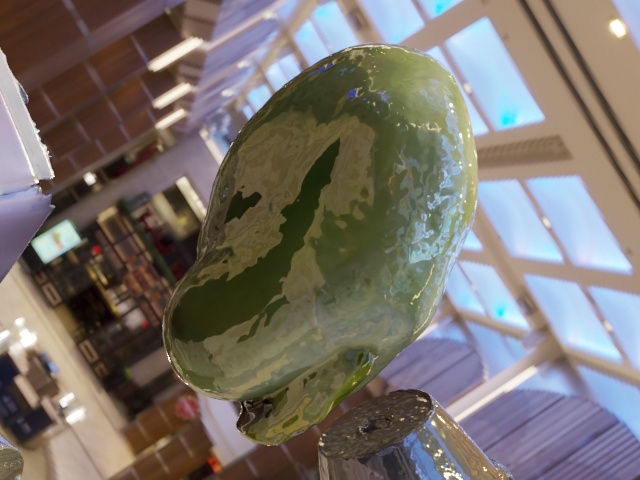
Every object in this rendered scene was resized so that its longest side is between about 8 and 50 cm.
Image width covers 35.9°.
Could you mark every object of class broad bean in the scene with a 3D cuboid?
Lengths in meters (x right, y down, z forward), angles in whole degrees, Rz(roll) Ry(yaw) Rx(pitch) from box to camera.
[{"bbox_3d":[0.000,0.000,0.535,0.169,0.228,0.100,11,-3,42],"label":"broad bean"}]

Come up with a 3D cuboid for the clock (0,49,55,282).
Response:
[{"bbox_3d":[-0.224,-0.038,0.527,0.193,0.073,0.145,-40,-108,47],"label":"clock"}]

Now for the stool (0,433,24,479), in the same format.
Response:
[{"bbox_3d":[-0.470,0.209,1.046,0.264,0.179,0.179,36,-13,17],"label":"stool"}]

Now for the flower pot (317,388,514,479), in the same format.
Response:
[{"bbox_3d":[0.097,0.297,1.250,0.166,0.269,0.269,64,-8,-15],"label":"flower pot"}]
